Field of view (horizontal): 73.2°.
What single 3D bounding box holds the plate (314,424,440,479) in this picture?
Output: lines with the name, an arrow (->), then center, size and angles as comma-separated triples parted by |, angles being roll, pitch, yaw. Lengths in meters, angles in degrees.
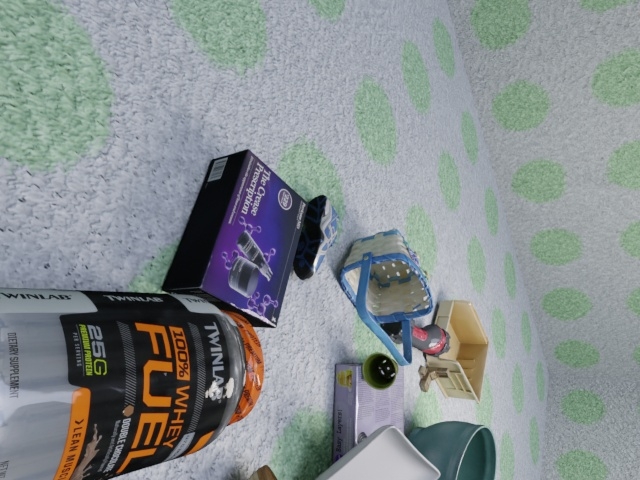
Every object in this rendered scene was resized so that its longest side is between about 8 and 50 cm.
plate -> 0.097, 0.526, 0.927 | 0.278, 0.045, 0.277 | -38, 123, -1

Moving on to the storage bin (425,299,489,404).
storage bin -> 0.493, 0.389, 1.539 | 0.260, 0.123, 0.262 | 58, 43, -30

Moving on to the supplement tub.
supplement tub -> -0.240, 0.163, 0.506 | 0.338, 0.207, 0.207 | 11, 75, -52

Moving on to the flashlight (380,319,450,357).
flashlight -> 0.296, 0.277, 1.313 | 0.304, 0.103, 0.103 | 35, 31, -44

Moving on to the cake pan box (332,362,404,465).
cake pan box -> 0.132, 0.434, 1.086 | 0.266, 0.070, 0.246 | 18, 72, -51

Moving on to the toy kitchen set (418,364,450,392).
toy kitchen set -> 0.366, 0.438, 1.396 | 0.083, 0.075, 0.068 | -46, 120, -47

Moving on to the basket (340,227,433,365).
basket -> 0.163, 0.128, 1.066 | 0.255, 0.201, 0.289 | 53, 35, -36

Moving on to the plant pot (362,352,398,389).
plant pot -> 0.151, 0.307, 1.025 | 0.079, 0.083, 0.083 | 24, 64, -63

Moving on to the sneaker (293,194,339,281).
sneaker -> 0.000, 0.000, 0.969 | 0.081, 0.080, 0.211 | 41, 54, -38

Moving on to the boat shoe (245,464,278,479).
boat shoe -> -0.074, 0.554, 0.763 | 0.110, 0.121, 0.341 | -27, 106, -14

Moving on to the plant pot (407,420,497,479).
plant pot -> 0.347, 0.644, 1.216 | 0.293, 0.196, 0.293 | -3, 94, -48

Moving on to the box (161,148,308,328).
box -> -0.137, 0.002, 0.768 | 0.184, 0.103, 0.261 | 41, 52, -46
